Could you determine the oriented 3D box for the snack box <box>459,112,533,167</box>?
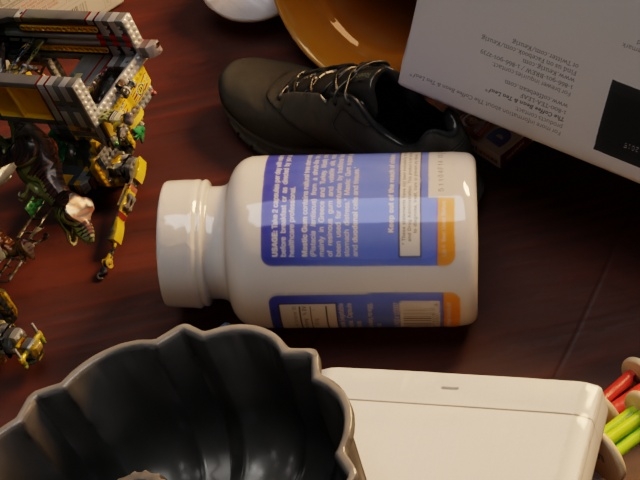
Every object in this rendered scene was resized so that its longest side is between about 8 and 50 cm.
[{"bbox_3d":[0.211,-0.140,1.635,0.178,0.022,0.064,-39,58,-24],"label":"snack box"}]

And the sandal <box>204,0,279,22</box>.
[{"bbox_3d":[-0.017,-0.317,1.768,0.102,0.076,0.265,40,74,7],"label":"sandal"}]

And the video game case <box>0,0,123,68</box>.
[{"bbox_3d":[-0.336,-0.273,1.651,0.269,0.244,0.061,-36,56,-23],"label":"video game case"}]

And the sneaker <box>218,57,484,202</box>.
[{"bbox_3d":[0.026,-0.124,1.571,0.286,0.130,0.109,22,58,23],"label":"sneaker"}]

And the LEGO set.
[{"bbox_3d":[-0.235,-0.048,1.452,0.192,0.255,0.331,7,42,32],"label":"LEGO set"}]

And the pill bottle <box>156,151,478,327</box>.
[{"bbox_3d":[0.000,0.000,1.455,0.272,0.152,0.152,0,50,5],"label":"pill bottle"}]

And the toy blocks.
[{"bbox_3d":[0.260,0.132,1.351,0.148,0.123,0.054,-33,97,-20],"label":"toy blocks"}]

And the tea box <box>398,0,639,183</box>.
[{"bbox_3d":[0.301,-0.221,1.500,0.329,0.220,0.323,25,32,21],"label":"tea box"}]

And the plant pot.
[{"bbox_3d":[0.084,-0.278,1.666,0.205,0.205,0.188,32,44,27],"label":"plant pot"}]

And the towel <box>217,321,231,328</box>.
[{"bbox_3d":[-0.114,0.121,1.444,0.119,0.029,0.067,-23,53,-14],"label":"towel"}]

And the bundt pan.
[{"bbox_3d":[-0.106,0.217,1.172,0.331,0.124,0.331,-17,40,14],"label":"bundt pan"}]

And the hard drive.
[{"bbox_3d":[0.056,0.243,1.199,0.233,0.047,0.353,2,47,24],"label":"hard drive"}]
